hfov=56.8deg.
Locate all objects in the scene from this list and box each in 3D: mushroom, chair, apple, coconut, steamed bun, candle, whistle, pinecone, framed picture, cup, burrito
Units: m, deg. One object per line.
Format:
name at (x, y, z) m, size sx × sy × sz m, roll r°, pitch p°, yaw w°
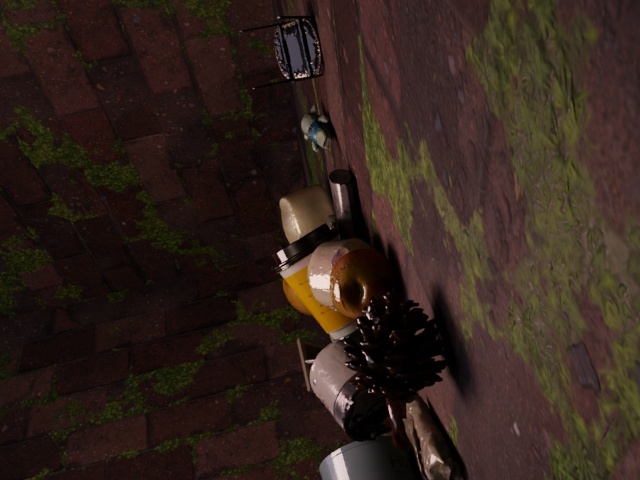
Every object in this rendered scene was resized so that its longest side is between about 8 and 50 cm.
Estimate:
mushroom at (0.182, 0.395, 1.308) m, size 0.170 × 0.080 × 0.135 m, roll 87°, pitch -179°, yaw -72°
chair at (-0.075, -0.500, 1.560) m, size 0.247 × 0.172 × 0.158 m, roll -30°, pitch -67°, yaw -47°
apple at (0.087, 0.089, 1.190) m, size 0.146 × 0.146 × 0.146 m, roll 167°, pitch 90°, yaw -87°
coconut at (0.067, 0.079, 1.332) m, size 0.183 × 0.171 × 0.170 m, roll 2°, pitch 110°, yaw 46°
steamed bun at (-0.035, -0.070, 2.183) m, size 0.250 × 0.200 × 0.155 m, roll 69°, pitch 161°, yaw -5°
candle at (0.069, 0.349, 1.492) m, size 0.330 × 0.187 × 0.187 m, roll 37°, pitch 143°, yaw 57°
whistle at (-0.003, -0.320, 1.734) m, size 0.235 × 0.077 × 0.114 m, roll -120°, pitch 45°, yaw -60°
pinecone at (0.113, 0.161, 0.897) m, size 0.173 × 0.174 × 0.173 m, roll 167°, pitch 90°, yaw -87°
framed picture at (0.077, 0.388, 1.696) m, size 0.020 × 0.290 × 0.211 m, roll -60°, pitch 24°, yaw 23°
cup at (0.015, 0.104, 1.509) m, size 0.279 × 0.196 × 0.196 m, roll 57°, pitch 178°, yaw -2°
burrito at (0.196, 0.368, 1.070) m, size 0.226 × 0.060 × 0.087 m, roll -112°, pitch 15°, yaw -79°
cup at (0.159, 0.738, 1.570) m, size 0.331 × 0.257 × 0.311 m, roll 82°, pitch 172°, yaw -48°

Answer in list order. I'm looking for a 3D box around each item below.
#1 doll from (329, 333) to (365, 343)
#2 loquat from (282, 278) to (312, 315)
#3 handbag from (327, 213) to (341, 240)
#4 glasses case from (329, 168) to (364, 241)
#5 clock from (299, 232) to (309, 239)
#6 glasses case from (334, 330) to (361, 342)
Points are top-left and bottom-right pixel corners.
doll at (0.110, 0.349, 1.997) m, size 0.143 × 0.135 × 0.234 m, roll 79°, pitch 173°, yaw -71°
loquat at (-0.004, 0.135, 2.054) m, size 0.263 × 0.263 × 0.263 m, roll 167°, pitch 90°, yaw -87°
handbag at (0.067, 0.057, 1.712) m, size 0.219 × 0.079 × 0.256 m, roll -78°, pitch -22°, yaw -67°
glasses case at (0.078, -0.030, 1.551) m, size 0.114 × 0.060 × 0.299 m, roll -105°, pitch 3°, yaw -64°
clock at (0.000, 0.000, 1.904) m, size 0.151 × 0.191 × 0.062 m, roll 139°, pitch 117°, yaw -86°
glasses case at (0.092, 0.282, 1.842) m, size 0.105 × 0.056 × 0.266 m, roll -120°, pitch 37°, yaw -60°
